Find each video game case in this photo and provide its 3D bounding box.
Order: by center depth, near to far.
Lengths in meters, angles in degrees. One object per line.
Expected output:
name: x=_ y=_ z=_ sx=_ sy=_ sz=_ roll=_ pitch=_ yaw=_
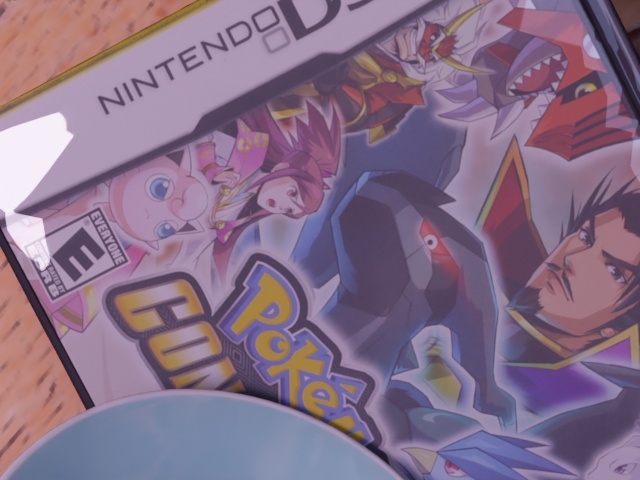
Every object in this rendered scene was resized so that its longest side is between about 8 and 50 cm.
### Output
video game case: x=0.028 y=0.024 z=0.560 sx=0.248 sy=0.035 sz=0.275 roll=-27 pitch=93 yaw=6

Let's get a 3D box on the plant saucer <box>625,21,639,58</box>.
plant saucer: x=0.167 y=-0.016 z=0.645 sx=0.168 sy=0.029 sz=0.169 roll=4 pitch=79 yaw=-20

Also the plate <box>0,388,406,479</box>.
plate: x=-0.030 y=0.133 z=0.486 sx=0.188 sy=0.024 sz=0.188 roll=15 pitch=44 yaw=-15
